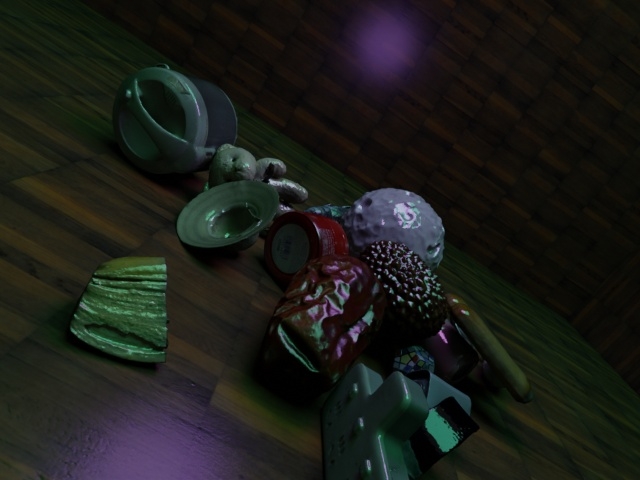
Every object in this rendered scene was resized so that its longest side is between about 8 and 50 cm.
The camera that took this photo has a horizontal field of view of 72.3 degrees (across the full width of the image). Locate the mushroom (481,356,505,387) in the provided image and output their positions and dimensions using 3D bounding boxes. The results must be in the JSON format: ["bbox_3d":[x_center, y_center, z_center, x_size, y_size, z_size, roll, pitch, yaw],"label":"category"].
[{"bbox_3d":[0.546,0.394,1.357,0.096,0.088,0.212,10,6,16],"label":"mushroom"}]

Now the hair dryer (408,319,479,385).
[{"bbox_3d":[0.380,0.304,1.266,0.352,0.125,0.210,24,20,-49],"label":"hair dryer"}]

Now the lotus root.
[{"bbox_3d":[-0.289,0.096,0.651,0.135,0.095,0.160,18,64,-29],"label":"lotus root"}]

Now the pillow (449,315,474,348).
[{"bbox_3d":[0.479,0.313,1.482,0.055,0.091,0.136,-11,27,0],"label":"pillow"}]

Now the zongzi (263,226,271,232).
[{"bbox_3d":[-0.096,-0.035,1.344,0.183,0.084,0.187,18,15,-17],"label":"zongzi"}]

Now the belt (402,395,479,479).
[{"bbox_3d":[0.179,0.341,0.742,0.198,0.151,0.078,-4,45,-48],"label":"belt"}]

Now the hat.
[{"bbox_3d":[-0.207,-0.032,1.051,0.252,0.251,0.110,55,-15,47],"label":"hat"}]

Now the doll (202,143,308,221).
[{"bbox_3d":[-0.166,-0.143,1.190,0.277,0.175,0.149,24,-16,-23],"label":"doll"}]

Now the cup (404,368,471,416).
[{"bbox_3d":[0.228,0.349,0.897,0.129,0.095,0.128,32,54,-15],"label":"cup"}]

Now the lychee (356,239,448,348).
[{"bbox_3d":[0.177,0.126,1.075,0.271,0.272,0.271,31,18,-11],"label":"lychee"}]

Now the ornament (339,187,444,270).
[{"bbox_3d":[0.219,0.005,1.363,0.336,0.337,0.337,31,18,-11],"label":"ornament"}]

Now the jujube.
[{"bbox_3d":[0.007,0.154,0.849,0.216,0.216,0.342,37,32,6],"label":"jujube"}]

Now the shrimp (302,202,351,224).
[{"bbox_3d":[0.053,-0.080,1.592,0.372,0.137,0.172,9,48,-51],"label":"shrimp"}]

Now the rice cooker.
[{"bbox_3d":[-0.395,-0.317,1.210,0.288,0.289,0.277,36,19,5],"label":"rice cooker"}]

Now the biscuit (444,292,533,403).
[{"bbox_3d":[0.434,0.271,1.157,0.291,0.062,0.237,51,8,3],"label":"biscuit"}]

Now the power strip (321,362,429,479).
[{"bbox_3d":[0.076,0.280,0.638,0.059,0.194,0.265,32,17,-14],"label":"power strip"}]

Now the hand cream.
[{"bbox_3d":[-0.038,0.024,1.099,0.193,0.193,0.125,46,20,31],"label":"hand cream"}]

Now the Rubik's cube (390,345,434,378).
[{"bbox_3d":[0.210,0.294,1.004,0.111,0.093,0.111,33,16,-11],"label":"Rubik's cube"}]
